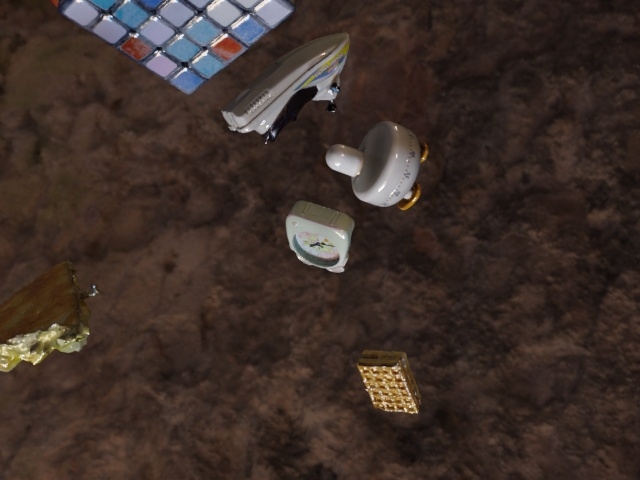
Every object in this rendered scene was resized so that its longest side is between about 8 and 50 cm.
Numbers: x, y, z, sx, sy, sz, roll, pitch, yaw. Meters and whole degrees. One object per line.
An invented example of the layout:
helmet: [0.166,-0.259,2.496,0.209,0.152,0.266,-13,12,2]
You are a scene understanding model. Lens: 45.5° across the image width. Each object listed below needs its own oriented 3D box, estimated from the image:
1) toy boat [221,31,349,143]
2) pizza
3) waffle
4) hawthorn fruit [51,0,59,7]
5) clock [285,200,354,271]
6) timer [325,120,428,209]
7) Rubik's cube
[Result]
toy boat: [-0.047,-0.272,1.387,0.269,0.141,0.141,-29,-155,-11]
pizza: [-0.437,0.142,1.186,0.287,0.075,0.280,6,-137,48]
waffle: [0.141,0.288,1.550,0.102,0.148,0.042,-3,-142,27]
hawthorn fruit: [-0.565,-0.623,1.742,0.181,0.235,0.181,-42,-176,3]
clock: [0.000,0.000,1.745,0.191,0.151,0.062,90,23,-53]
timer: [0.155,-0.213,2.076,0.233,0.240,0.234,-45,-143,47]
Rubik's cube: [-0.241,-0.485,1.317,0.291,0.286,0.293,-27,-130,34]
